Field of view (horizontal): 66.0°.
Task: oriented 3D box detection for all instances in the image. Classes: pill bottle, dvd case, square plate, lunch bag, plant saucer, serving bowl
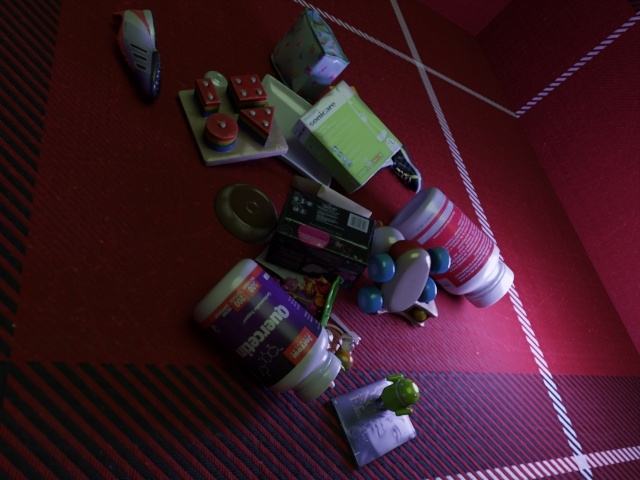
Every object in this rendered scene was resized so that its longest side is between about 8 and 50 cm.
[{"bbox_3d":[-0.110,0.205,1.090,0.323,0.181,0.181,44,41,-5],"label":"pill bottle"},{"bbox_3d":[0.136,0.449,1.240,0.221,0.018,0.165,-5,63,-43],"label":"dvd case"},{"bbox_3d":[-0.089,-0.362,1.642,0.347,0.049,0.344,33,43,-17],"label":"square plate"},{"bbox_3d":[-0.052,-0.672,1.780,0.160,0.223,0.262,-1,59,-48],"label":"lunch bag"},{"bbox_3d":[-0.193,-0.083,1.351,0.198,0.036,0.199,22,48,-26],"label":"plant saucer"},{"bbox_3d":[0.443,0.032,1.661,0.407,0.229,0.229,42,41,-7],"label":"pill bottle"},{"bbox_3d":[-0.329,-0.508,1.565,0.083,0.027,0.083,22,48,-27],"label":"serving bowl"}]

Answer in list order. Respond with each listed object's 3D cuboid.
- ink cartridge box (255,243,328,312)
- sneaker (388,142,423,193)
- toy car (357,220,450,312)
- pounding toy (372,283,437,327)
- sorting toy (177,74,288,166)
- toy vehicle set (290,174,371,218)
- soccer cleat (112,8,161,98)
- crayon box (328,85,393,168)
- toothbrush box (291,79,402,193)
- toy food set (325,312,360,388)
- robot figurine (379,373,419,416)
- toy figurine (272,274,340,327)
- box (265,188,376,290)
[{"bbox_3d":[-0.048,0.077,1.357,0.224,0.056,0.181,30,41,7],"label":"ink cartridge box"},{"bbox_3d":[0.310,-0.275,1.916,0.097,0.084,0.235,-17,69,-21],"label":"sneaker"},{"bbox_3d":[0.188,0.053,1.366,0.219,0.210,0.238,-6,40,-25],"label":"toy car"},{"bbox_3d":[0.243,0.146,1.458,0.269,0.155,0.154,33,41,-12],"label":"pounding toy"},{"bbox_3d":[-0.246,-0.360,1.421,0.257,0.089,0.256,-15,69,-27],"label":"sorting toy"},{"bbox_3d":[0.023,-0.124,1.438,0.166,0.035,0.267,28,2,-23],"label":"toy vehicle set"},{"bbox_3d":[-0.512,-0.523,1.379,0.116,0.109,0.318,-5,63,-20],"label":"soccer cleat"},{"bbox_3d":[0.121,-0.384,1.752,0.203,0.083,0.323,-28,91,-57],"label":"crayon box"},{"bbox_3d":[0.083,-0.325,1.571,0.283,0.122,0.206,46,72,-6],"label":"toothbrush box"},{"bbox_3d":[0.038,0.272,1.273,0.132,0.038,0.192,44,41,-4],"label":"toy food set"},{"bbox_3d":[0.200,0.388,1.237,0.067,0.115,0.101,13,52,-34],"label":"robot figurine"},{"bbox_3d":[-0.046,0.127,1.218,0.159,0.130,0.173,16,35,8],"label":"toy figurine"},{"bbox_3d":[0.000,0.000,1.304,0.247,0.142,0.163,21,50,-7],"label":"box"}]
